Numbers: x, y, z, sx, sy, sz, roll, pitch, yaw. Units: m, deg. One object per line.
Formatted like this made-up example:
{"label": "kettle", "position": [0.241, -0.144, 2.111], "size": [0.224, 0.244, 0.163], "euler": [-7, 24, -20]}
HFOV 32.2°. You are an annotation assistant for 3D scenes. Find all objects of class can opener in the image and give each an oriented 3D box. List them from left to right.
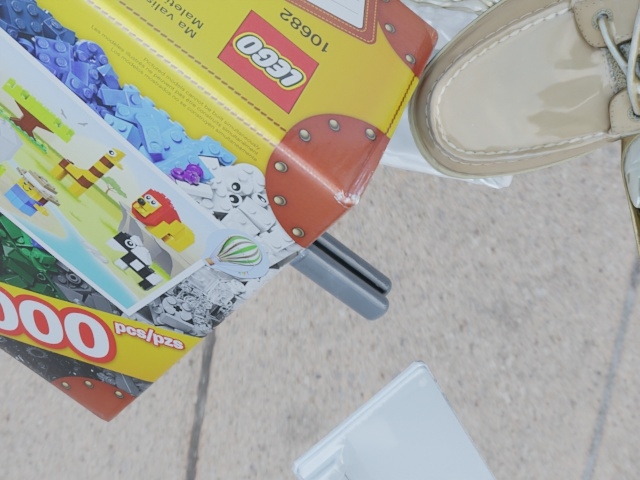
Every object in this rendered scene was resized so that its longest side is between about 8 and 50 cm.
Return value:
{"label": "can opener", "position": [0.000, 0.000, 1.496], "size": [0.283, 0.076, 0.095], "euler": [36, 130, -22]}

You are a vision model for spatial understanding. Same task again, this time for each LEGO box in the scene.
{"label": "LEGO box", "position": [-0.236, -0.144, 0.775], "size": [0.500, 0.193, 0.372], "euler": [37, 136, -11]}

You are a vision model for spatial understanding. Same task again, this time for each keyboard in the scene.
{"label": "keyboard", "position": [0.068, 0.154, 0.543], "size": [0.072, 0.014, 0.256], "euler": [-42, 131, -11]}

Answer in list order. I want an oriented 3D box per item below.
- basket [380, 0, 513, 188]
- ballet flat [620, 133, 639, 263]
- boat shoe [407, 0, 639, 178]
{"label": "basket", "position": [0.108, -0.271, 1.366], "size": [0.331, 0.328, 0.267], "euler": [15, 69, 18]}
{"label": "ballet flat", "position": [0.273, -0.014, 0.844], "size": [0.080, 0.073, 0.232], "euler": [-10, 100, 35]}
{"label": "boat shoe", "position": [0.215, -0.133, 0.705], "size": [0.341, 0.110, 0.122], "euler": [-24, 99, 7]}
